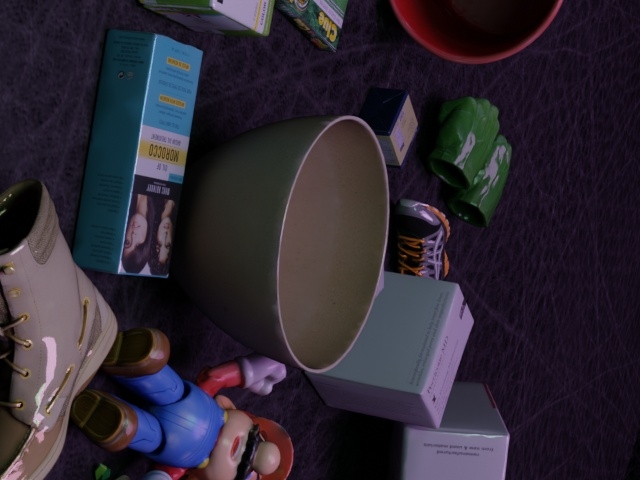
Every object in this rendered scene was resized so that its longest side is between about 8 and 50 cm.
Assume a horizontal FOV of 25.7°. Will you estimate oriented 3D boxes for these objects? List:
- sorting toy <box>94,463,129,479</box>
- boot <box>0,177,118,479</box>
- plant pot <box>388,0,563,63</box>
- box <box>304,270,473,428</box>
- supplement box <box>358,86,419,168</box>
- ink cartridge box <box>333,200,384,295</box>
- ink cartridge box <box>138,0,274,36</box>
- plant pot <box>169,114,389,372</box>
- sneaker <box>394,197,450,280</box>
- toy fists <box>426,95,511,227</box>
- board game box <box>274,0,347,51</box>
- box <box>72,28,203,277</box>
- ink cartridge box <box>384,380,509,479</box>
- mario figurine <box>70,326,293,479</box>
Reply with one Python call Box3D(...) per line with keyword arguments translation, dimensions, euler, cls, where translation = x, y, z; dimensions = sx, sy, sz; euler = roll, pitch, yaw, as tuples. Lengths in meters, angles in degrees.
Box3D(translation=(-0.231, 0.276, 1.525), dimensions=(0.062, 0.012, 0.083), euler=(-17, 117, -58), cls="sorting toy")
Box3D(translation=(-0.283, 0.095, 1.256), dimensions=(0.203, 0.095, 0.262), euler=(74, 33, -43), cls="boot")
Box3D(translation=(0.246, -0.395, 2.068), dimensions=(0.243, 0.275, 0.275), euler=(-21, 118, -73), cls="plant pot")
Box3D(translation=(0.100, 0.149, 1.992), dimensions=(0.181, 0.182, 0.119), euler=(-69, 153, -24), cls="box")
Box3D(translation=(0.096, -0.162, 2.029), dimensions=(0.083, 0.056, 0.083), euler=(-66, 151, -30), cls="supplement box")
Box3D(translation=(0.000, 0.000, 1.792), dimensions=(0.127, 0.128, 0.176), euler=(-41, 135, -55), cls="ink cartridge box")
Box3D(translation=(-0.134, -0.328, 1.434), dimensions=(0.255, 0.097, 0.188), euler=(13, 87, -66), cls="ink cartridge box")
Box3D(translation=(-0.065, -0.007, 1.576), dimensions=(0.284, 0.191, 0.284), euler=(-30, 124, -59), cls="plant pot")
Box3D(translation=(0.153, 0.017, 2.185), dimensions=(0.083, 0.084, 0.215), euler=(-59, 148, -30), cls="sneaker")
Box3D(translation=(0.248, -0.140, 2.323), dimensions=(0.142, 0.096, 0.279), euler=(-62, 152, -15), cls="toy fists")
Box3D(translation=(-0.024, -0.344, 1.746), dimensions=(0.260, 0.030, 0.136), euler=(35, 64, -63), cls="board game box")
Box3D(translation=(-0.187, -0.086, 1.443), dimensions=(0.100, 0.060, 0.244), euler=(8, 90, -65), cls="box")
Box3D(translation=(0.180, 0.434, 2.175), dimensions=(0.279, 0.160, 0.384), euler=(-98, -168, -79), cls="ink cartridge box")
Box3D(translation=(-0.119, 0.209, 1.544), dimensions=(0.198, 0.170, 0.320), euler=(-41, 144, 6), cls="mario figurine")
